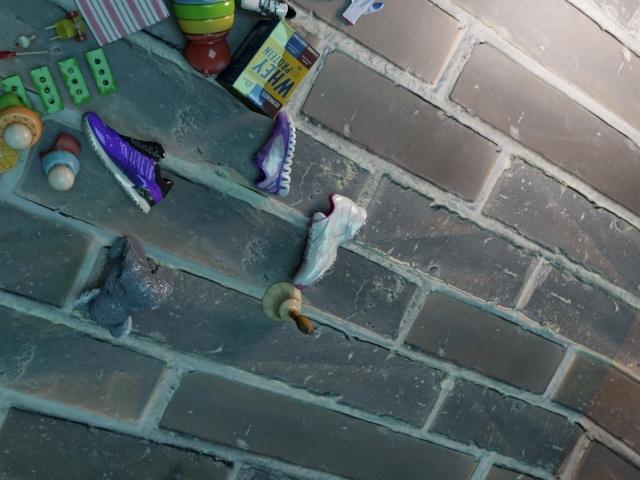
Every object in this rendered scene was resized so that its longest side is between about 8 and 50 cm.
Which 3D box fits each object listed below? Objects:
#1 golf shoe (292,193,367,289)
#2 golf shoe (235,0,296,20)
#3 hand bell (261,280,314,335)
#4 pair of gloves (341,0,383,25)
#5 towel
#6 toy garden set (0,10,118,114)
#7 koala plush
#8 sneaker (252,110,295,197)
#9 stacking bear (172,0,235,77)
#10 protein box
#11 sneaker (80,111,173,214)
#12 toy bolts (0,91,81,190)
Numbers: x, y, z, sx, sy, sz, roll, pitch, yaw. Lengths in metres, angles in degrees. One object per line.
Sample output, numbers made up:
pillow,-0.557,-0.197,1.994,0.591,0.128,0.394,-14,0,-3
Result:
golf shoe,0.000,0.000,2.041,0.140,0.115,0.306,40,82,-17
golf shoe,-0.131,-0.598,1.757,0.198,0.093,0.077,-11,124,-59
hand bell,-0.072,0.214,1.989,0.126,0.242,0.126,-7,108,-20
pair of gloves,0.091,-0.689,1.911,0.198,0.023,0.159,39,88,-26
towel,-0.479,-0.567,1.679,0.196,0.029,0.144,-20,113,8
toy garden set,-0.640,-0.418,1.675,0.244,0.049,0.204,-22,115,-14
koala plush,-0.518,0.142,1.825,0.221,0.203,0.196,-40,116,6
sneaker,-0.131,-0.236,1.919,0.104,0.095,0.237,4,105,-16
stacking bear,-0.288,-0.551,1.721,0.164,0.175,0.289,3,121,10
protein box,-0.140,-0.440,1.789,0.136,0.200,0.201,36,90,-27
sneaker,-0.478,-0.221,1.777,0.146,0.102,0.293,-38,121,-13
toy bolts,-0.683,-0.190,1.639,0.218,0.159,0.228,-44,130,15
